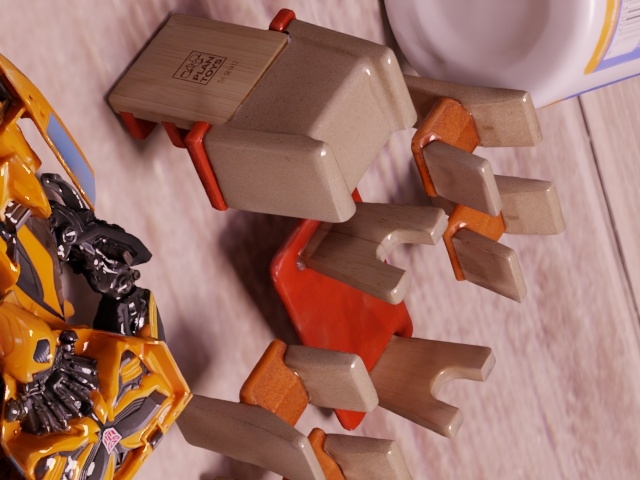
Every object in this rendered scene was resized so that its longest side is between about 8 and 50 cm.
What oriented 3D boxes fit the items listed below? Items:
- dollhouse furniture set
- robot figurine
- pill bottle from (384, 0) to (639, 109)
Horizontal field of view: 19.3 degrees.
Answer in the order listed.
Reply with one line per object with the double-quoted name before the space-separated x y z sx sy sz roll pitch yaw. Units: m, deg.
"dollhouse furniture set" 0.000 0.000 1.029 0.262 0.135 0.259 -56 143 -30
"robot figurine" -0.161 0.031 0.845 0.211 0.085 0.291 -55 131 -30
"pill bottle" 0.176 -0.175 1.171 0.272 0.152 0.152 -21 109 -48
